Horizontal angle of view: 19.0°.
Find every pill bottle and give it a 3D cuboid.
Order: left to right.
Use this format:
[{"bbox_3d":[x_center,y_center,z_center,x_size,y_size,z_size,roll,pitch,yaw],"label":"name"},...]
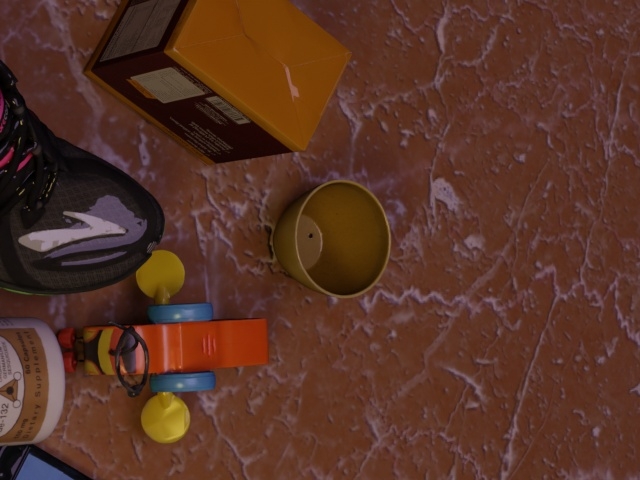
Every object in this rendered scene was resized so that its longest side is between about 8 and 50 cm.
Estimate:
[{"bbox_3d":[-0.380,0.142,1.887,0.229,0.131,0.131,0,87,-35],"label":"pill bottle"}]

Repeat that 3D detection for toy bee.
[{"bbox_3d":[-0.189,0.103,2.035,0.298,0.162,0.195,39,55,-55],"label":"toy bee"}]

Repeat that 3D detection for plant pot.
[{"bbox_3d":[0.000,0.000,2.189,0.134,0.095,0.134,2,86,-35],"label":"plant pot"}]

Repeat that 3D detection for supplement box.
[{"bbox_3d":[-0.112,-0.191,2.059,0.191,0.194,0.129,37,67,-28],"label":"supplement box"}]

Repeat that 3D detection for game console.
[{"bbox_3d":[-0.280,0.284,1.979,0.144,0.085,0.124,36,68,-29],"label":"game console"}]

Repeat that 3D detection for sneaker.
[{"bbox_3d":[-0.349,-0.081,1.878,0.483,0.202,0.185,28,72,-31],"label":"sneaker"}]
